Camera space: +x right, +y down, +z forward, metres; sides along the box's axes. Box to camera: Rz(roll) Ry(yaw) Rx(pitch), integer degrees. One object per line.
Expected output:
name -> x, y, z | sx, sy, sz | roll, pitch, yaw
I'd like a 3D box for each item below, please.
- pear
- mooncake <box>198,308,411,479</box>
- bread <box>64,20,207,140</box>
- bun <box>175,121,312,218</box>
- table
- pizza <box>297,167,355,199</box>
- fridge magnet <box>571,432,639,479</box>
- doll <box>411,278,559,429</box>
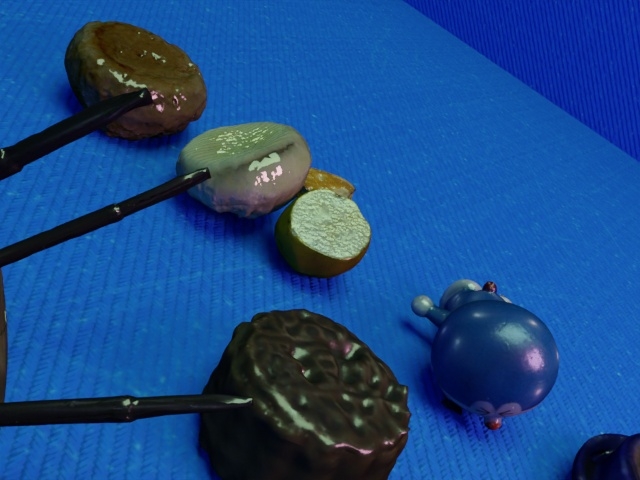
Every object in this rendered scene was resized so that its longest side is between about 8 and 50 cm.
pear -> 0.000, 0.000, 1.040 | 0.141, 0.104, 0.141 | 7, 56, -10
mooncake -> -0.011, 0.174, 0.753 | 0.228, 0.124, 0.228 | 21, 30, -13
bread -> -0.299, -0.249, 1.142 | 0.230, 0.123, 0.230 | 25, 33, -17
bun -> -0.110, -0.096, 1.070 | 0.222, 0.127, 0.222 | -7, 29, 4
table -> -0.212, 0.013, 0.556 | 0.249, 0.317, 0.317 | -16, 41, -1
pizza -> -0.005, -0.091, 1.231 | 0.160, 0.035, 0.099 | 11, 35, -26
fridge magnet -> 0.435, 0.343, 0.874 | 0.265, 0.112, 0.265 | 20, 30, -12
doll -> 0.225, 0.145, 0.984 | 0.215, 0.161, 0.257 | 16, 14, 4
